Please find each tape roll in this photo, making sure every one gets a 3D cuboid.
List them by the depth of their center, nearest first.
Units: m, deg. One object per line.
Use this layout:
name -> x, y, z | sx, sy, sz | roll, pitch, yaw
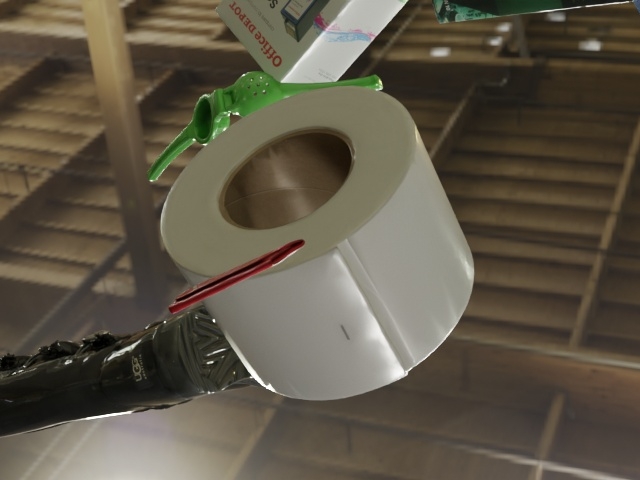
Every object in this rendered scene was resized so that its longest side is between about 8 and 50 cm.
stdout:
tape roll -> 0.000, 0.000, 0.991 | 0.246, 0.169, 0.246 | -17, -140, 15

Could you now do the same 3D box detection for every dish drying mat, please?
dish drying mat -> -0.046, 0.018, 0.577 | 0.083, 0.008, 0.032 | -26, -175, 39

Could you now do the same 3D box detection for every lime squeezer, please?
lime squeezer -> -0.092, -0.144, 1.220 | 0.310, 0.059, 0.110 | -21, 175, 19

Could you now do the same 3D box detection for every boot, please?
boot -> -0.291, 0.194, 1.556 | 0.445, 0.146, 0.367 | -19, 169, 24

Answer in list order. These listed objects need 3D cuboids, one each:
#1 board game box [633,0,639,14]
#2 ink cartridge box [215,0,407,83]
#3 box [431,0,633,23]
board game box -> 0.312, -0.179, 0.631 | 0.160, 0.210, 0.047 | 29, -148, -16
ink cartridge box -> 0.000, -0.293, 1.283 | 0.093, 0.212, 0.154 | 14, -146, -54
box -> 0.290, -0.299, 1.042 | 0.321, 0.059, 0.232 | -1, -143, 34
